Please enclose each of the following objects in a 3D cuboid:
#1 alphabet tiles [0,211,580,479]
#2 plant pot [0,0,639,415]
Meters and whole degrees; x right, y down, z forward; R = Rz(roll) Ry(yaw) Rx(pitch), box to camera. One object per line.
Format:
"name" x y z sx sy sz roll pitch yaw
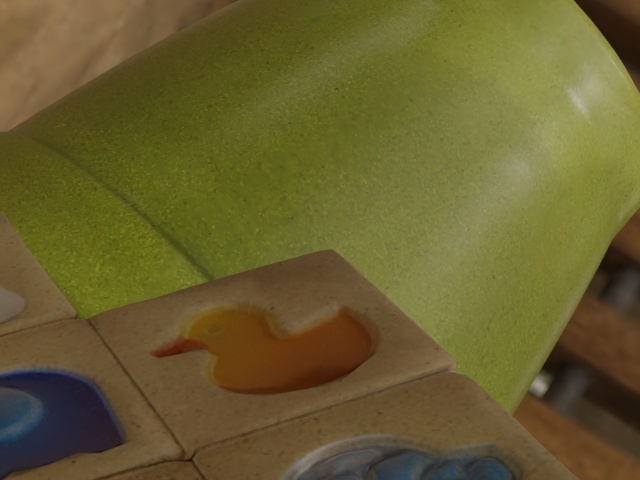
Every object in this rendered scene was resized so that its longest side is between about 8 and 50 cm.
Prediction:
"alphabet tiles" -0.077 0.086 0.245 0.285 0.342 0.011 -16 121 -20
"plant pot" 0.000 0.000 1.053 0.353 0.366 0.366 -43 167 -16
